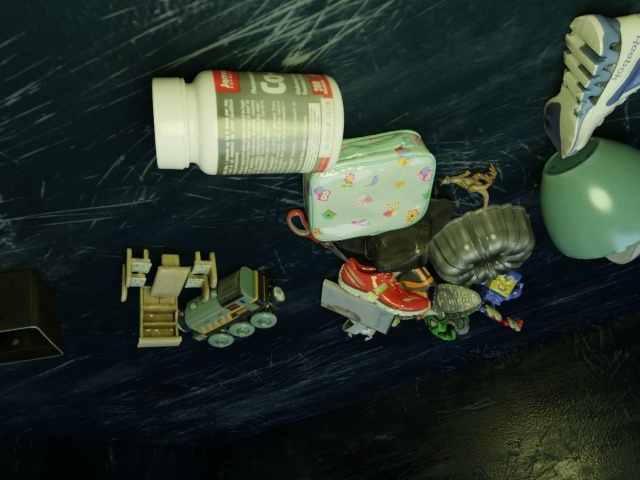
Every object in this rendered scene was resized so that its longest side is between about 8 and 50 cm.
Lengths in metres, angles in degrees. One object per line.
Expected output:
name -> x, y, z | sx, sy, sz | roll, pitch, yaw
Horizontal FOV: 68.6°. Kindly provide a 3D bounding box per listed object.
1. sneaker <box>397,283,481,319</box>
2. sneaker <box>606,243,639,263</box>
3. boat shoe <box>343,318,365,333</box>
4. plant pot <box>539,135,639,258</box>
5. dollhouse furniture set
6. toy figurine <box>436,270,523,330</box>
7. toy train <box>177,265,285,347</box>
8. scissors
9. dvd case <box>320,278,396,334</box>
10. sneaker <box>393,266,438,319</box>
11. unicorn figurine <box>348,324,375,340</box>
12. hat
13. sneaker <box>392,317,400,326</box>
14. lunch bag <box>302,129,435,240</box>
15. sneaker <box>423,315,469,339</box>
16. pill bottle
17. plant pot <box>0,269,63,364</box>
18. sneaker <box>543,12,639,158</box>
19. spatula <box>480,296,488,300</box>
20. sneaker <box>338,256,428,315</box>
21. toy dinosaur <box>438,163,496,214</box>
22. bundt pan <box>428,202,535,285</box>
sneaker -> 0.389, 0.198, 1.544 | 0.296, 0.111, 0.129 | -8, 173, 40
sneaker -> 1.038, -0.036, 1.528 | 0.150, 0.135, 0.366 | -30, 158, -3
boat shoe -> 0.140, 0.295, 1.772 | 0.063, 0.066, 0.184 | 11, 146, -19
plant pot -> 0.642, -0.127, 1.110 | 0.290, 0.290, 0.195 | -35, 108, 32
dollhouse furniture set -> -0.397, 0.151, 1.202 | 0.211, 0.161, 0.242 | 4, 145, -28
toy figurine -> 0.582, 0.140, 1.648 | 0.362, 0.217, 0.191 | 29, 178, -14
toy train -> -0.269, 0.199, 1.378 | 0.333, 0.142, 0.190 | -28, 135, 25
scissors -> 0.000, 0.000, 1.233 | 0.108, 0.021, 0.297 | -13, 147, 10
dvd case -> 0.118, 0.220, 1.529 | 0.252, 0.022, 0.180 | 22, 150, 11
sneaker -> 0.247, 0.195, 1.500 | 0.124, 0.180, 0.321 | -34, 168, -42
unicorn figurine -> 0.183, 0.359, 1.891 | 0.161, 0.060, 0.111 | 1, 147, -24
hat -> 0.213, 0.015, 1.239 | 0.330, 0.134, 0.331 | -8, 155, -4
sneaker -> 0.271, 0.245, 1.709 | 0.126, 0.091, 0.240 | -48, 160, 13
lunch bag -> 0.102, -0.121, 1.000 | 0.278, 0.108, 0.224 | -11, 136, -9
sneaker -> 0.519, 0.352, 1.936 | 0.134, 0.147, 0.343 | -33, 145, 30
pill bottle -> -0.119, -0.188, 0.757 | 0.282, 0.162, 0.161 | -4, 148, -17
plant pot -> -0.728, 0.177, 1.102 | 0.187, 0.167, 0.188 | -7, 149, -13
sneaker -> 0.557, -0.297, 0.893 | 0.182, 0.128, 0.316 | -14, 148, 4
spatula -> 0.593, 0.233, 1.881 | 0.296, 0.031, 0.084 | 8, 140, -34
sneaker -> 0.188, 0.130, 1.369 | 0.278, 0.107, 0.119 | 21, 110, 7
toy dinosaur -> 0.387, -0.138, 1.169 | 0.211, 0.064, 0.112 | 19, 155, -30
bundt pan -> 0.490, 0.033, 1.418 | 0.330, 0.124, 0.331 | -10, 149, -6
